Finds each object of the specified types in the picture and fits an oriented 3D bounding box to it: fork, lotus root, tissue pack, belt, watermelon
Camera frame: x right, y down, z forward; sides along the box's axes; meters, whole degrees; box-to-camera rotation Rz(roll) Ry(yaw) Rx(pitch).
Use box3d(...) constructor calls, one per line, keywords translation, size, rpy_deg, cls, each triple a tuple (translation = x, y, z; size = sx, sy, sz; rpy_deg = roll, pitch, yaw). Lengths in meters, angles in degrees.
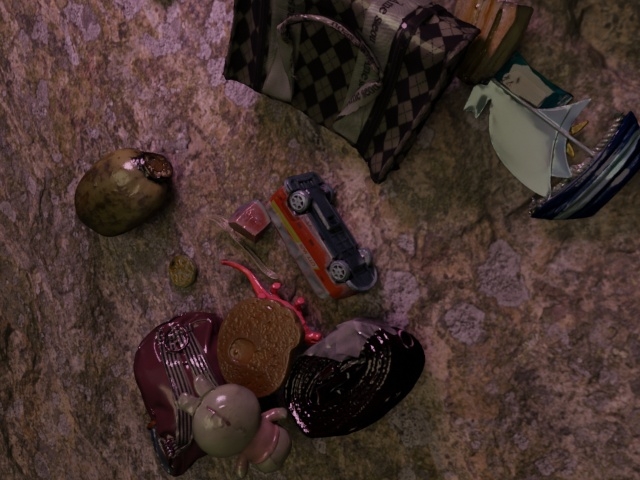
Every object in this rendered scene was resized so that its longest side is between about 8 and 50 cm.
box3d(translation=(-0.172, 0.011, 1.184), size=(0.219, 0.034, 0.028), rpy_deg=(42, 121, 13), cls="fork")
box3d(translation=(-0.476, -0.100, 1.246), size=(0.309, 0.173, 0.173), rpy_deg=(-30, 86, 33), cls="lotus root")
box3d(translation=(0.348, -0.257, 0.904), size=(0.138, 0.028, 0.085), rpy_deg=(45, 118, 8), cls="tissue pack")
box3d(translation=(0.072, 0.269, 1.054), size=(0.289, 0.164, 0.184), rpy_deg=(-43, 54, 26), cls="belt")
box3d(translation=(-0.151, -0.043, 1.147), size=(0.084, 0.072, 0.092), rpy_deg=(22, 104, 2), cls="watermelon")
box3d(translation=(0.275, -0.335, 0.883), size=(0.143, 0.070, 0.144), rpy_deg=(56, 139, 42), cls="lotus root")

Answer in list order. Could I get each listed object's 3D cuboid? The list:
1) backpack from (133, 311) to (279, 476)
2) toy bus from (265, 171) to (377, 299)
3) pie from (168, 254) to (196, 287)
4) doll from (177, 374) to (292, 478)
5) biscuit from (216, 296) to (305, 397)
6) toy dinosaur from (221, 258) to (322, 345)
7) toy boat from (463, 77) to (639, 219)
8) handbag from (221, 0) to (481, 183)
box3d(translation=(-0.268, 0.317, 1.177), size=(0.283, 0.197, 0.317), rpy_deg=(-24, 87, -11), cls="backpack")
box3d(translation=(0.000, 0.000, 1.062), size=(0.120, 0.121, 0.265), rpy_deg=(-34, 85, 34), cls="toy bus")
box3d(translation=(-0.331, 0.074, 1.276), size=(0.085, 0.017, 0.085), rpy_deg=(4, 99, 25), cls="pie")
box3d(translation=(-0.150, 0.364, 1.029), size=(0.113, 0.155, 0.275), rpy_deg=(16, 153, 54), cls="doll")
box3d(translation=(-0.126, 0.216, 1.091), size=(0.181, 0.049, 0.208), rpy_deg=(20, 97, 23), cls="biscuit")
box3d(translation=(-0.116, 0.161, 1.182), size=(0.286, 0.070, 0.139), rpy_deg=(32, 133, 18), cls="toy dinosaur")
box3d(translation=(0.365, -0.167, 0.880), size=(0.291, 0.067, 0.220), rpy_deg=(40, 118, 10), cls="toy boat")
box3d(translation=(0.024, -0.317, 0.937), size=(0.416, 0.180, 0.317), rpy_deg=(34, 138, 12), cls="handbag")
